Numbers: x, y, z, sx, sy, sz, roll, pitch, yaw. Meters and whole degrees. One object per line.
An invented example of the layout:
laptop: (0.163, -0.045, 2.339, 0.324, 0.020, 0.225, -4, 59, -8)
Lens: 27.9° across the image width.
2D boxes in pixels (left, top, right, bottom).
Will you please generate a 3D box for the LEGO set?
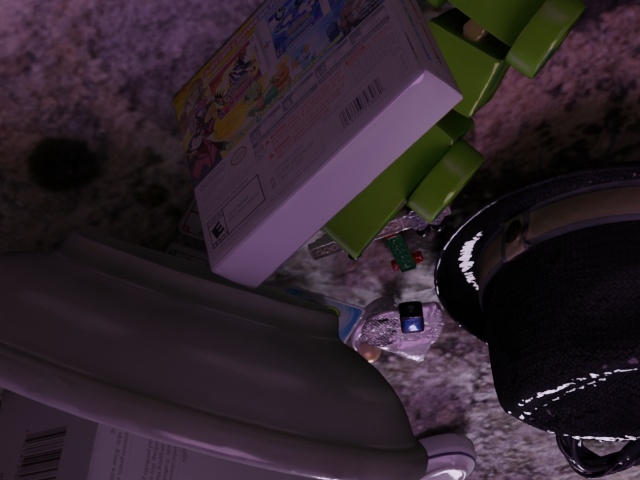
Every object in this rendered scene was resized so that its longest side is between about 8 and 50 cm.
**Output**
LEGO set: (0.000, 0.000, 1.104, 0.244, 0.060, 0.182, 19, 126, -16)

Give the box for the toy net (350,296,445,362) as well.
toy net: (0.005, 0.104, 1.205, 0.232, 0.045, 0.122, -34, 121, 13)

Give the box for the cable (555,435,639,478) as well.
cable: (0.341, 0.193, 1.396, 0.150, 0.047, 0.184, 16, 125, -36)

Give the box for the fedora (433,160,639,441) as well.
fedora: (0.255, 0.076, 1.099, 0.334, 0.152, 0.334, 5, 148, 3)

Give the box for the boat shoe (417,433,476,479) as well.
boat shoe: (0.073, 0.306, 1.392, 0.095, 0.084, 0.258, 28, 121, -36)

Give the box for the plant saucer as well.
plant saucer: (-0.100, 0.070, 0.960, 0.400, 0.400, 0.100, 17, 91, -30)

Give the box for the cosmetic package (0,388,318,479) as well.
cosmetic package: (-0.126, 0.273, 1.196, 0.155, 0.197, 0.365, -17, 141, 35)

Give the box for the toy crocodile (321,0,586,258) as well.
toy crocodile: (0.100, -0.125, 0.953, 0.115, 0.105, 0.340, 38, 118, 8)

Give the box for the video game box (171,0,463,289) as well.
video game box: (-0.012, -0.097, 0.890, 0.048, 0.187, 0.205, 26, 122, -39)
